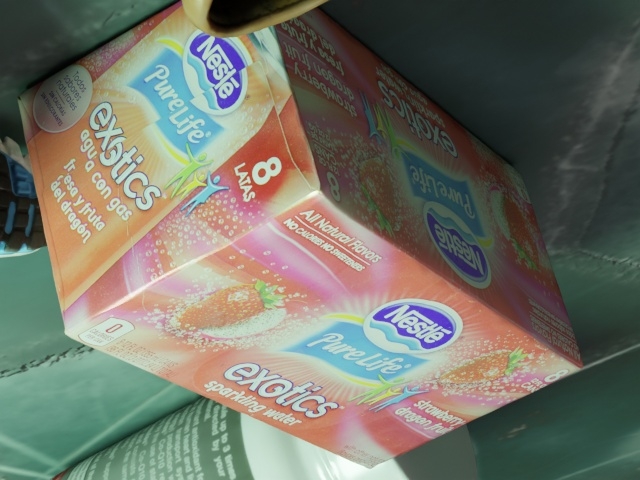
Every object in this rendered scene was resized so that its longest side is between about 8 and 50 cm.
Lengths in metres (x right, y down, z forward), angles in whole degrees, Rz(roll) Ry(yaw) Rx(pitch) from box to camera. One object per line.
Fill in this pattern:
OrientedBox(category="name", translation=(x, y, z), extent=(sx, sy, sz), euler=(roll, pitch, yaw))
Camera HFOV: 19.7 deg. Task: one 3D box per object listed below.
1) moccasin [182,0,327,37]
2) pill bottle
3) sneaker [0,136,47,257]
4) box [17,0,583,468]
OrientedBox(category="moccasin", translation=(0.098, -0.194, 0.671), extent=(0.380, 0.147, 0.139), euler=(-24, 150, 15))
OrientedBox(category="pill bottle", translation=(-0.047, 0.179, 1.246), extent=(0.283, 0.161, 0.161), euler=(-29, 149, 24))
OrientedBox(category="sneaker", translation=(-0.226, -0.022, 0.914), extent=(0.190, 0.071, 0.083), euler=(12, 148, -27))
OrientedBox(category="box", translation=(0.000, 0.000, 0.971), extent=(0.154, 0.142, 0.300), euler=(-28, 149, 20))
